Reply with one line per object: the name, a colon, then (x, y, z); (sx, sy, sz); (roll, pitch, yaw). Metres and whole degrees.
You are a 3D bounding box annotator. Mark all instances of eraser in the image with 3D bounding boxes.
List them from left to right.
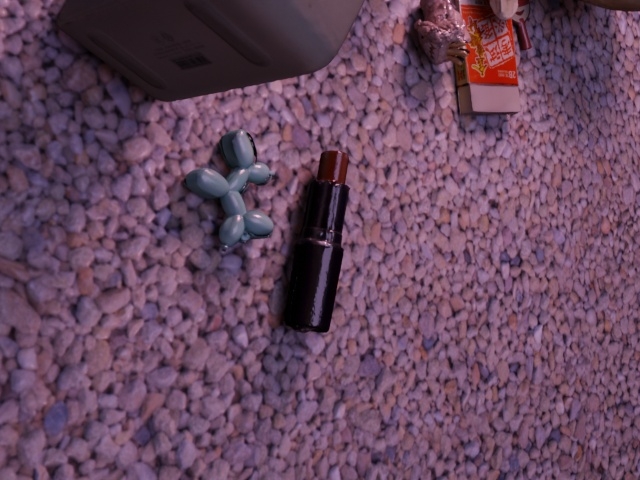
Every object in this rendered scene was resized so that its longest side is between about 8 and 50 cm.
eraser: (0.326, -0.363, 1.684); (0.157, 0.038, 0.230); (-7, 91, -40)

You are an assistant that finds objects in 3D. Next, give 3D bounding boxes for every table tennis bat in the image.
table tennis bat: (0.410, -0.472, 1.775); (0.098, 0.019, 0.155); (-22, 99, -38)

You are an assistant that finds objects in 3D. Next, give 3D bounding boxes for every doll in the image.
doll: (-0.126, -0.066, 1.281); (0.158, 0.059, 0.159); (46, 59, -28)

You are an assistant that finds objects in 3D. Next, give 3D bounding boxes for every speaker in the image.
speaker: (-0.140, -0.299, 1.063); (0.184, 0.406, 0.183); (40, 65, -35)

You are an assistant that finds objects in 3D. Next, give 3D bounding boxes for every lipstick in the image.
lipstick: (0.000, 0.000, 1.368); (0.081, 0.081, 0.300); (15, 79, -38)

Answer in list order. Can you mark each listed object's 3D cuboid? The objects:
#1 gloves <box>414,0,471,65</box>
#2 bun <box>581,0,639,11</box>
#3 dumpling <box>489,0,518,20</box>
gloves: (0.221, -0.391, 1.565); (0.110, 0.094, 0.144); (55, 31, -51)
bun: (0.598, -0.615, 1.783); (0.326, 0.234, 0.362); (48, 28, 0)
dumpling: (0.353, -0.555, 1.658); (0.179, 0.131, 0.252); (-18, 92, -54)
